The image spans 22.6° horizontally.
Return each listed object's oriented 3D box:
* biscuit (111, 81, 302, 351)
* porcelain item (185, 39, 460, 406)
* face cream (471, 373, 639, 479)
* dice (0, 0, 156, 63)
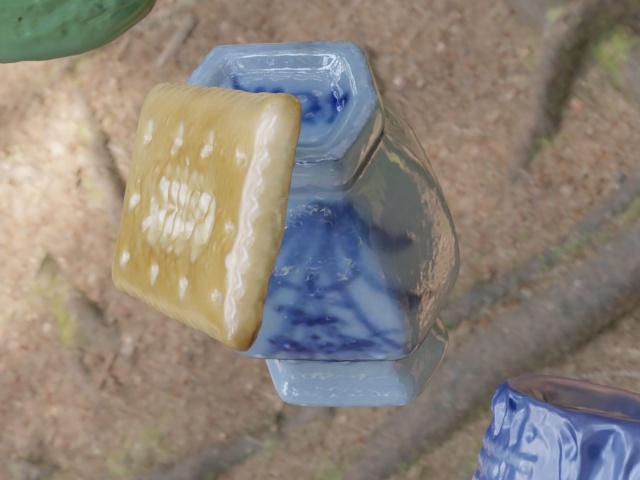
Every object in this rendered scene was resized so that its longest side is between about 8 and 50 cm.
[{"bbox_3d":[-0.082,-0.025,1.051,0.249,0.030,0.160,19,98,65],"label":"biscuit"},{"bbox_3d":[0.000,0.000,1.442,0.242,0.405,0.178,0,58,13],"label":"porcelain item"},{"bbox_3d":[0.218,0.223,1.121,0.249,0.249,0.225,15,92,47],"label":"face cream"},{"bbox_3d":[-0.317,-0.380,1.528,0.322,0.318,0.330,99,163,-44],"label":"dice"}]
